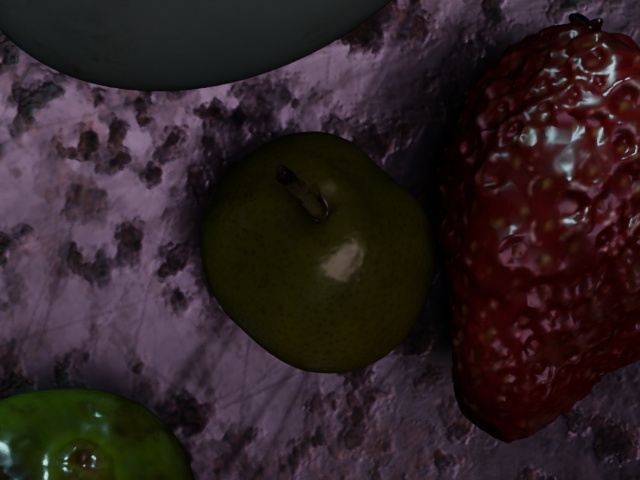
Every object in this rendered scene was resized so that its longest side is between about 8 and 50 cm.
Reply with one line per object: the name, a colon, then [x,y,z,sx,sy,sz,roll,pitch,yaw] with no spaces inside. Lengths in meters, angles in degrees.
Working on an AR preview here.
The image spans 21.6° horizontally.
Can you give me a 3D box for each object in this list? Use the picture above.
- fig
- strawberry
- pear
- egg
fig: [-0.195,0.223,1.219,0.203,0.203,0.225,3,136,-15]
strawberry: [0.176,-0.012,1.229,0.257,0.261,0.261,-28,104,2]
pear: [0.000,0.000,1.206,0.166,0.216,0.180,-29,72,-11]
egg: [-0.058,-0.255,1.122,0.389,0.276,0.276,-35,104,-10]
